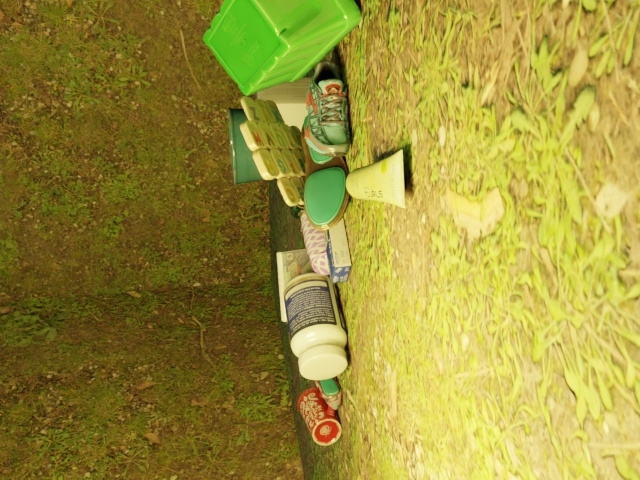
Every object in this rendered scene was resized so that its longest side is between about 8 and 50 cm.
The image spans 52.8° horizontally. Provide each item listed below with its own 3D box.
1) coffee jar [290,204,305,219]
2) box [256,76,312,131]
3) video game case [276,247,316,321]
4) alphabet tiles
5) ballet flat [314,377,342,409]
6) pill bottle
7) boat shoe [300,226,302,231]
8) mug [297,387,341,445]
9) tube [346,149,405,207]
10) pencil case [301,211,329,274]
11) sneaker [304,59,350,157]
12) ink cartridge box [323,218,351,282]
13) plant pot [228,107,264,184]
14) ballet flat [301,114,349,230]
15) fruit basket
[{"bbox_3d":[-0.053,-0.135,2.070,0.184,0.079,0.096,119,145,-74],"label":"coffee jar"},{"bbox_3d":[-0.099,-0.376,1.907,0.181,0.181,0.119,98,167,-53],"label":"box"},{"bbox_3d":[-0.047,0.125,1.900,0.023,0.183,0.202,-1,94,46],"label":"video game case"},{"bbox_3d":[-0.090,-0.216,1.540,0.278,0.021,0.284,66,-156,3],"label":"alphabet tiles"},{"bbox_3d":[0.016,0.427,1.935,0.221,0.076,0.079,-119,22,-61],"label":"ballet flat"},{"bbox_3d":[-0.012,0.230,1.733,0.153,0.153,0.265,95,168,-47],"label":"pill bottle"},{"bbox_3d":[-0.053,-0.039,2.263,0.035,0.035,0.100,108,156,-69],"label":"boat shoe"},{"bbox_3d":[-0.002,0.527,1.978,0.169,0.113,0.150,-127,32,-69],"label":"mug"},{"bbox_3d":[0.103,-0.105,1.131,0.070,0.062,0.240,46,173,-12],"label":"tube"},{"bbox_3d":[0.000,0.000,1.774,0.206,0.086,0.088,-101,-15,-44],"label":"pencil case"},{"bbox_3d":[0.013,-0.306,1.466,0.125,0.104,0.262,101,163,-53],"label":"sneaker"},{"bbox_3d":[0.037,-0.006,1.646,0.097,0.046,0.207,99,164,-61],"label":"ink cartridge box"},{"bbox_3d":[-0.191,-0.339,2.294,0.271,0.255,0.272,176,90,-81],"label":"plant pot"},{"bbox_3d":[0.015,-0.154,1.569,0.124,0.116,0.343,61,-163,-58],"label":"ballet flat"},{"bbox_3d":[-0.054,-0.538,1.420,0.283,0.392,0.392,52,176,-9],"label":"fruit basket"}]
